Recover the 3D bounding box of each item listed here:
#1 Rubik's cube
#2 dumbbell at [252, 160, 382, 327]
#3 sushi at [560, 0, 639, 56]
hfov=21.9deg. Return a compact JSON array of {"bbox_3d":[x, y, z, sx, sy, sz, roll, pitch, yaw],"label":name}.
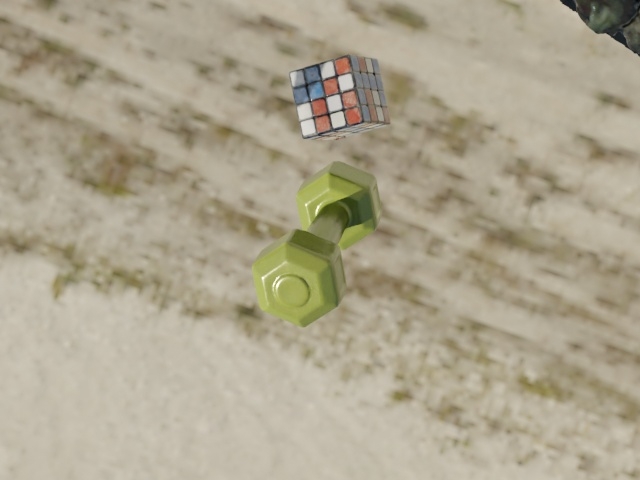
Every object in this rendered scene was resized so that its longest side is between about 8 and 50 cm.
[{"bbox_3d":[0.026,-0.185,2.153,0.092,0.092,0.092,-14,176,26],"label":"Rubik's cube"},{"bbox_3d":[0.000,0.000,2.163,0.108,0.121,0.302,-4,-157,17],"label":"dumbbell"},{"bbox_3d":[0.344,-0.335,1.839,0.294,0.059,0.292,34,138,-7],"label":"sushi"}]
